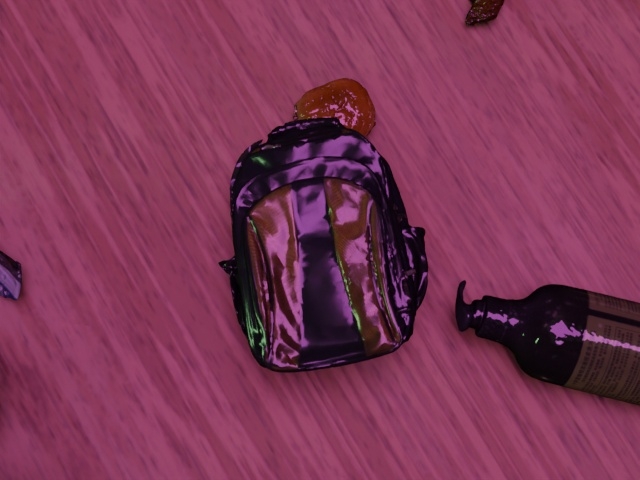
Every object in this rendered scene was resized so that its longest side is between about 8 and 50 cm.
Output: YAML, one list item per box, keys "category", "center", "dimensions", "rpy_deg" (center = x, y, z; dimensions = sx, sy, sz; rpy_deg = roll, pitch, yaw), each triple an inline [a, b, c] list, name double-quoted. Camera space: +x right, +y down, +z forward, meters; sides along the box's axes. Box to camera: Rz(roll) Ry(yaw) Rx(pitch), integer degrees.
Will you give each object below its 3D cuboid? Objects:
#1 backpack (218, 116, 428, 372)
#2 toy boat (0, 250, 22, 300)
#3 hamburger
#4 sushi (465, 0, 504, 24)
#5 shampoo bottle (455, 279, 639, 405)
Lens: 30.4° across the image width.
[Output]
- category: "backpack"
  center: [0.000, 0.000, 1.166]
  dimensions: [0.206, 0.133, 0.258]
  rpy_deg: [-10, 80, 2]
- category: "toy boat"
  center: [-0.361, 0.024, 1.170]
  dimensions: [0.140, 0.059, 0.066]
  rpy_deg: [27, 64, 1]
- category: "hamburger"
  center: [0.015, -0.132, 1.243]
  dimensions: [0.083, 0.044, 0.076]
  rpy_deg: [-27, 81, -12]
- category: "sushi"
  center: [0.184, -0.285, 1.290]
  dimensions: [0.047, 0.050, 0.099]
  rpy_deg: [17, 65, 6]
- category: "shampoo bottle"
  center: [0.273, 0.102, 1.176]
  dimensions: [0.283, 0.101, 0.101]
  rpy_deg: [14, 76, -1]
